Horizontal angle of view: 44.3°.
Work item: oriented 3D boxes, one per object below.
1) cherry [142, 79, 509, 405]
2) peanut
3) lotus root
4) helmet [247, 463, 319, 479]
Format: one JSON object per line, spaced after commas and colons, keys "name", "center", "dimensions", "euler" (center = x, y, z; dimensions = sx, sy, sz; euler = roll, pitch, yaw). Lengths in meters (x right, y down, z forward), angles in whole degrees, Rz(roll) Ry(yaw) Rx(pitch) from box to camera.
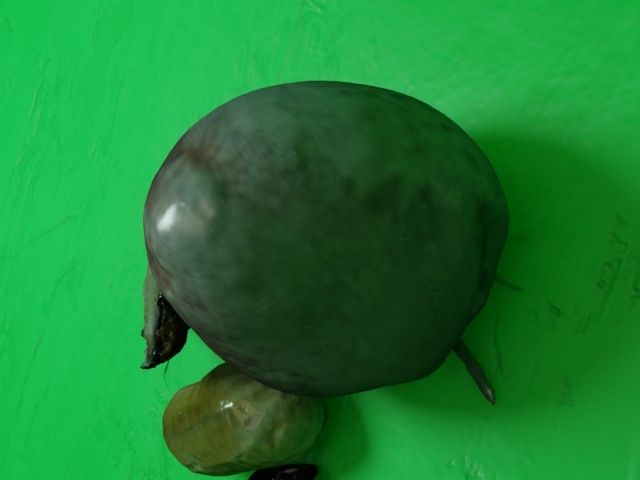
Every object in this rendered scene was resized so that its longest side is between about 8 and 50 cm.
{"name": "cherry", "center": [0.011, -0.006, 0.741], "dimensions": [0.326, 0.335, 0.291], "euler": [-19, 54, 9]}
{"name": "peanut", "center": [-0.097, 0.202, 0.900], "dimensions": [0.224, 0.129, 0.129], "euler": [-23, 70, 32]}
{"name": "lotus root", "center": [-0.166, 0.043, 0.930], "dimensions": [0.329, 0.078, 0.167], "euler": [-120, 37, -67]}
{"name": "helmet", "center": [-0.039, 0.287, 0.886], "dimensions": [0.084, 0.065, 0.049], "euler": [-7, 102, 18]}
